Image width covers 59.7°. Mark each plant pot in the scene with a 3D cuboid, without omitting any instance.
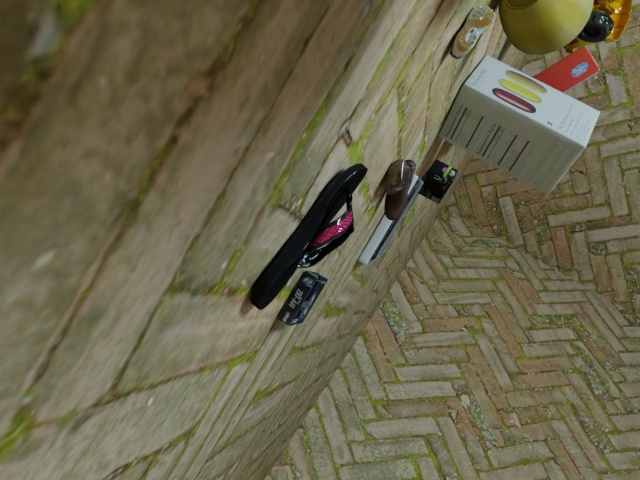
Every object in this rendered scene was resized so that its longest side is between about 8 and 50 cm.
[{"bbox_3d":[0.319,-0.357,0.826,0.095,0.134,0.134,5,119,-48],"label":"plant pot"}]

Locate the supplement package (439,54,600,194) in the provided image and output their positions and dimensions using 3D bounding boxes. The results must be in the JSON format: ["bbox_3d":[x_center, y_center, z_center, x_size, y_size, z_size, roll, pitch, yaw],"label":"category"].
[{"bbox_3d":[0.382,-0.226,1.084,0.139,0.244,0.134,-51,167,-38],"label":"supplement package"}]

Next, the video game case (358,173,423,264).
[{"bbox_3d":[0.143,-0.043,1.102,0.190,0.022,0.173,-60,169,9],"label":"video game case"}]

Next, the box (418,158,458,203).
[{"bbox_3d":[0.280,-0.141,1.333,0.083,0.062,0.052,-52,166,-33],"label":"box"}]

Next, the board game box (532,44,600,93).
[{"bbox_3d":[0.479,-0.330,1.320,0.316,0.064,0.242,-31,-179,23],"label":"board game box"}]

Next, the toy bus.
[{"bbox_3d":[0.559,-0.540,1.282,0.211,0.220,0.149,-1,-117,65],"label":"toy bus"}]

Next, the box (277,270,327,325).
[{"bbox_3d":[-0.021,0.071,0.690,0.067,0.018,0.083,-59,169,-1],"label":"box"}]

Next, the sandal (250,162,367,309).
[{"bbox_3d":[0.000,0.000,0.536,0.179,0.040,0.067,-54,168,-24],"label":"sandal"}]

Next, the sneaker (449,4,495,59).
[{"bbox_3d":[0.192,-0.268,0.719,0.083,0.032,0.037,-50,180,-18],"label":"sneaker"}]

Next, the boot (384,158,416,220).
[{"bbox_3d":[0.113,-0.074,0.845,0.114,0.037,0.106,-35,141,-71],"label":"boot"}]
